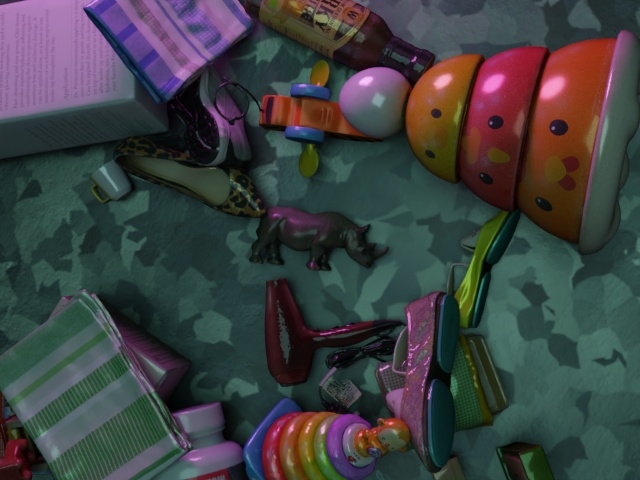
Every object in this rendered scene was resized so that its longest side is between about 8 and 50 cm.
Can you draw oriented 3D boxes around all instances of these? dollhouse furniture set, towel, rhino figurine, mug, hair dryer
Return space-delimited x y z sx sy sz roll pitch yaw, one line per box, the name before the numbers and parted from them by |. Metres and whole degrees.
dollhouse furniture set | 0.235 0.315 1.630 0.197 0.151 0.301 -20 85 -6
towel | -0.391 0.278 1.654 0.248 0.038 0.325 -37 80 12
dollhouse furniture set | -0.532 0.506 1.723 0.152 0.201 0.374 -13 93 8
rhino figurine | 0.000 0.000 1.743 0.243 0.073 0.106 6 92 8
towel | -0.248 -0.381 1.689 0.034 0.285 0.209 -21 112 47
mug | -0.382 -0.105 1.823 0.062 0.078 0.064 -37 91 -27
hair dryer | 0.008 0.176 1.745 0.293 0.080 0.223 41 85 -1

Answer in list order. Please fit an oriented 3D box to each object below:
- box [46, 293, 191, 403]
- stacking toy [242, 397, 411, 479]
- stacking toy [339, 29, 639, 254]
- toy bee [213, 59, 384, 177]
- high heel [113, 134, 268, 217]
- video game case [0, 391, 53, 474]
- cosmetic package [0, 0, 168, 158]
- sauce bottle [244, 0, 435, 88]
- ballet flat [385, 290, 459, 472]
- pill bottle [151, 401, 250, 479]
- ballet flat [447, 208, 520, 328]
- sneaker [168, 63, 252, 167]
box | -0.372 0.210 1.755 0.232 0.148 0.127 34 94 9
stacking toy | 0.034 0.338 1.598 0.302 0.166 0.175 -24 108 44
stacking toy | 0.259 -0.182 1.592 0.480 0.350 0.351 10 89 16
toy bee | -0.040 -0.230 1.736 0.298 0.162 0.195 30 84 -16
high heel | -0.229 -0.098 1.710 0.261 0.186 0.093 34 114 19
video game case | -0.605 0.334 1.849 0.285 0.025 0.204 -1 87 9
cosmetic package | -0.510 -0.288 1.760 0.453 0.161 0.230 -7 74 12
sauce bottle | 0.036 -0.371 1.734 0.344 0.111 0.111 27 92 8
ballet flat | 0.165 0.232 1.613 0.106 0.107 0.316 -12 49 31
pill bottle | -0.203 0.449 1.703 0.176 0.176 0.318 -13 86 8
ballet flat | 0.269 0.038 1.701 0.077 0.077 0.231 21 93 26
sneaker | -0.195 -0.231 1.758 0.100 0.108 0.271 -40 53 31
